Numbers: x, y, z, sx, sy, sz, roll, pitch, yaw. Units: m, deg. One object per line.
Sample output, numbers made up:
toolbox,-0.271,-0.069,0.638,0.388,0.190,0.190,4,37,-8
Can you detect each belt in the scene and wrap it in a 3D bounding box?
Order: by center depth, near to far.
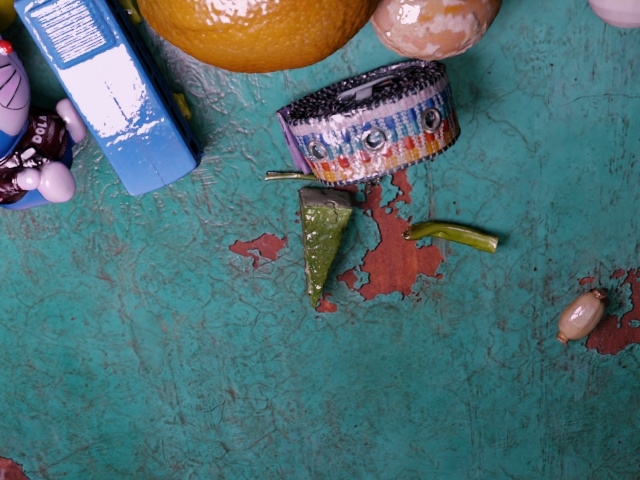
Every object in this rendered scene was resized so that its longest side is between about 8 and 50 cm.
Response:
belt,0.090,-0.187,1.319,0.295,0.207,0.160,-21,116,2

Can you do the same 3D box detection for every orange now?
orange,-0.095,-0.400,1.124,0.357,0.322,0.322,-10,119,6

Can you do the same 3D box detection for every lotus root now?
lotus root,0.552,0.166,1.646,0.073,0.062,0.150,26,111,-19

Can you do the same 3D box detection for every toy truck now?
toy truck,-0.332,-0.254,1.256,0.161,0.162,0.385,-23,119,4

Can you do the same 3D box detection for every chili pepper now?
chili pepper,0.256,-0.011,1.521,0.202,0.052,0.050,9,87,-10

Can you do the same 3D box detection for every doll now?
doll,-0.524,-0.190,1.157,0.240,0.284,0.310,-26,138,8

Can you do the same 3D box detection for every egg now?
egg,0.188,-0.389,1.232,0.233,0.195,0.195,-34,118,-8

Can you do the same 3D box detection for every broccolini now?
broccolini,0.006,-0.117,1.449,0.218,0.042,0.044,-1,120,0

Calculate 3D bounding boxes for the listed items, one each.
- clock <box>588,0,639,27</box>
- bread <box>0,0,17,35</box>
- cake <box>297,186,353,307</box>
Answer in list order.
clock,0.501,-0.536,1.203,0.342,0.184,0.326,38,112,-18
bread,-0.650,-0.418,1.156,0.383,0.112,0.166,13,116,-14
cake,0.012,0.015,1.476,0.099,0.100,0.235,-5,118,-4
